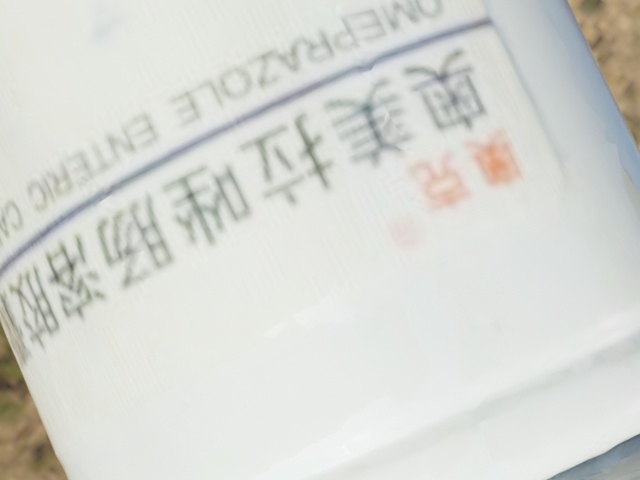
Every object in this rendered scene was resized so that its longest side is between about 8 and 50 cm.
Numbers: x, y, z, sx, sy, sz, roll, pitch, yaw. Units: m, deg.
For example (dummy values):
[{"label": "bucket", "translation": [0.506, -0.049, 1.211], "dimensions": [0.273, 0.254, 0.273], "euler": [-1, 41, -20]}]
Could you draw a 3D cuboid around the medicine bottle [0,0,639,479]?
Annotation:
[{"label": "medicine bottle", "translation": [0.000, 0.000, 0.548], "dimensions": [0.190, 0.332, 0.190], "euler": [-24, 174, -3]}]
